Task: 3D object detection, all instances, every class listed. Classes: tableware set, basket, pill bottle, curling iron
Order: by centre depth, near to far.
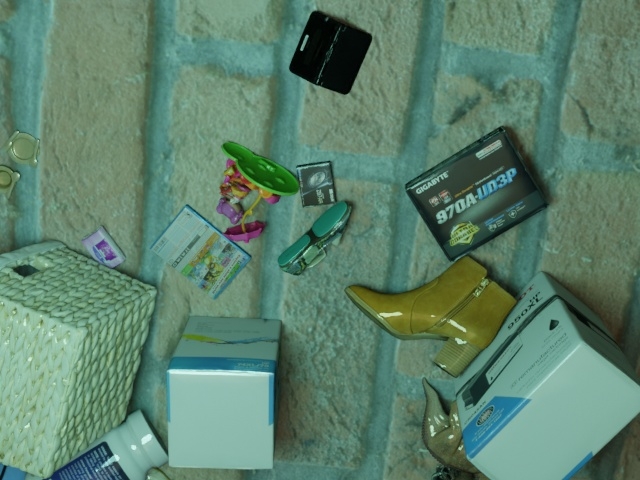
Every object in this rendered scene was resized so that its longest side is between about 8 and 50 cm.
[{"bbox_3d":[-0.513,0.216,1.744,0.266,0.328,0.331,22,107,11],"label":"basket"},{"bbox_3d":[-0.635,-0.169,1.820,0.168,0.020,0.141,30,105,-6],"label":"tableware set"},{"bbox_3d":[-0.449,0.465,1.909,0.264,0.153,0.153,-31,104,-9],"label":"pill bottle"},{"bbox_3d":[0.273,0.606,2.012,0.068,0.035,0.274,-2,106,3],"label":"curling iron"}]

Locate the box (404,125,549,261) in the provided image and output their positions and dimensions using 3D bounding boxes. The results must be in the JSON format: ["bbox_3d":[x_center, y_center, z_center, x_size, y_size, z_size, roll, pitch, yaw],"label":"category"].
[{"bbox_3d":[0.298,-0.087,1.796,0.220,0.051,0.175,-31,103,11],"label":"box"}]

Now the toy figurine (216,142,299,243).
[{"bbox_3d":[-0.149,-0.076,1.795,0.173,0.130,0.159,36,116,14],"label":"toy figurine"}]

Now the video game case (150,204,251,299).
[{"bbox_3d":[-0.238,0.024,1.867,0.166,0.015,0.119,40,103,-9],"label":"video game case"}]

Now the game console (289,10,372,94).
[{"bbox_3d":[0.018,-0.349,1.748,0.107,0.071,0.122,31,107,24],"label":"game console"}]

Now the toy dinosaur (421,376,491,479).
[{"bbox_3d":[0.280,0.427,1.905,0.295,0.127,0.200,44,104,-1],"label":"toy dinosaur"}]

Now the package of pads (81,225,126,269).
[{"bbox_3d":[-0.431,0.017,1.862,0.050,0.032,0.083,-32,103,13],"label":"package of pads"}]

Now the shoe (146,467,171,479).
[{"bbox_3d":[-0.347,0.544,2.003,0.219,0.058,0.076,37,104,-9],"label":"shoe"}]

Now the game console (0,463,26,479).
[{"bbox_3d":[-0.675,0.478,1.996,0.342,0.060,0.387,22,107,-4],"label":"game console"}]

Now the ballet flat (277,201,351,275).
[{"bbox_3d":[0.000,0.000,1.835,0.188,0.070,0.070,-39,102,14],"label":"ballet flat"}]

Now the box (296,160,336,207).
[{"bbox_3d":[-0.008,-0.109,1.817,0.067,0.018,0.083,-7,106,5],"label":"box"}]

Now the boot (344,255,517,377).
[{"bbox_3d":[0.217,0.109,1.842,0.295,0.104,0.211,34,83,15],"label":"boot"}]

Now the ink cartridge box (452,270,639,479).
[{"bbox_3d":[0.399,0.258,1.719,0.166,0.395,0.285,39,104,-7],"label":"ink cartridge box"}]

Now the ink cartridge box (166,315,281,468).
[{"bbox_3d":[-0.179,0.286,1.810,0.197,0.270,0.198,1,107,0],"label":"ink cartridge box"}]
